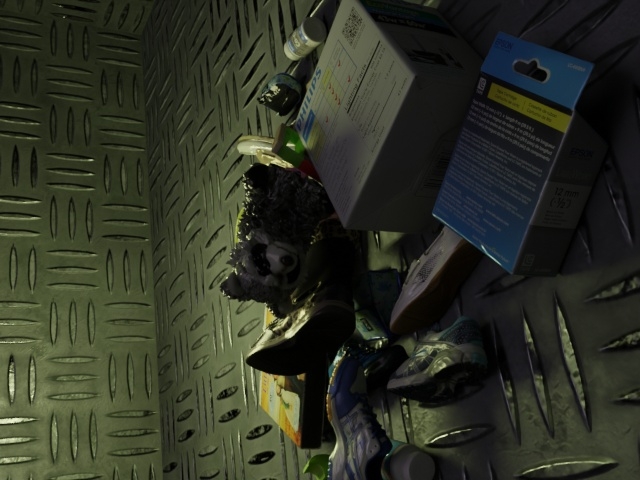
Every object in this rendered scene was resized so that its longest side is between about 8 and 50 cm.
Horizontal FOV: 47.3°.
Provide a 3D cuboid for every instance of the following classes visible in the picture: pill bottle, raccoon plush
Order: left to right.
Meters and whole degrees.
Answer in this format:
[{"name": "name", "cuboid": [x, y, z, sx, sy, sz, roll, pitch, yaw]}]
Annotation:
[{"name": "raccoon plush", "cuboid": [-0.106, 0.013, 1.655, 0.446, 0.216, 0.299, 128, 161, -84]}, {"name": "pill bottle", "cuboid": [-0.046, -0.565, 2.060, 0.137, 0.078, 0.078, -24, 66, 60]}, {"name": "pill bottle", "cuboid": [0.165, 0.465, 1.529, 0.160, 0.087, 0.087, -12, 76, 62]}]

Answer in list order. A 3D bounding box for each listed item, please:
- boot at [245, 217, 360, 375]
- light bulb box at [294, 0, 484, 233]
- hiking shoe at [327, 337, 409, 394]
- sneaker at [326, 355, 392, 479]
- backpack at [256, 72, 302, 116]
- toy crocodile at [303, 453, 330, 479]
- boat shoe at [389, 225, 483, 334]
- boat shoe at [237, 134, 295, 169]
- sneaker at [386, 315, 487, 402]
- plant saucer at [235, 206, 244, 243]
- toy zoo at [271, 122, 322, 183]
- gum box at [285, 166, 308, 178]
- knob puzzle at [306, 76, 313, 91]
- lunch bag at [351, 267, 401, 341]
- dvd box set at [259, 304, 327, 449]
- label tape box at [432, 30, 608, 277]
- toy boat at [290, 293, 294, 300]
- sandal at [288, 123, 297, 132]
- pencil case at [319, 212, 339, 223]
[{"name": "boot", "cuboid": [-0.034, 0.135, 1.688, 0.377, 0.138, 0.284, -44, 29, 47]}, {"name": "light bulb box", "cuboid": [0.144, -0.263, 1.500, 0.358, 0.225, 0.361, -65, 33, 35]}, {"name": "hiking shoe", "cuboid": [0.089, 0.279, 1.651, 0.304, 0.113, 0.132, -44, 60, 52]}, {"name": "sneaker", "cuboid": [0.092, 0.386, 1.494, 0.131, 0.112, 0.297, -3, 88, 34]}, {"name": "backpack", "cuboid": [-0.111, -0.438, 2.145, 0.114, 0.105, 0.084, -35, 35, 46]}, {"name": "toy crocodile", "cuboid": [0.045, 0.670, 1.718, 0.115, 0.105, 0.341, -52, 44, 48]}, {"name": "boat shoe", "cuboid": [0.220, 0.075, 1.466, 0.277, 0.098, 0.096, -56, 39, 30]}, {"name": "boat shoe", "cuboid": [-0.132, -0.243, 2.091, 0.302, 0.113, 0.103, 10, 96, 45]}, {"name": "sneaker", "cuboid": [0.232, 0.237, 1.443, 0.283, 0.110, 0.122, -41, 34, 51]}, {"name": "plant saucer", "cuboid": [-0.232, -0.023, 2.404, 0.241, 0.037, 0.241, -14, 74, 61]}, {"name": "toy zoo", "cuboid": [0.022, -0.161, 1.690, 0.030, 0.293, 0.192, -54, 12, 18]}, {"name": "gum box", "cuboid": [-0.063, -0.097, 1.952, 0.107, 0.062, 0.188, -84, -8, -49]}, {"name": "knob puzzle", "cuboid": [0.007, -0.394, 1.991, 0.213, 0.030, 0.213, -13, 75, 61]}, {"name": "lunch bag", "cuboid": [0.121, 0.148, 1.646, 0.129, 0.096, 0.151, 150, 113, -66]}, {"name": "dvd box set", "cuboid": [-0.080, 0.349, 1.975, 0.420, 0.062, 0.308, -169, 83, -71]}, {"name": "label tape box", "cuboid": [0.343, -0.147, 1.232, 0.249, 0.115, 0.348, 47, 125, 54]}, {"name": "toy boat", "cuboid": [-0.138, 0.072, 2.081, 0.267, 0.148, 0.318, 56, 155, -5]}, {"name": "sandal", "cuboid": [-0.103, -0.272, 2.175, 0.180, 0.049, 0.072, -48, 57, 29]}, {"name": "pencil case", "cuboid": [0.014, 0.031, 1.844, 0.124, 0.124, 0.284, -22, 67, 60]}]
